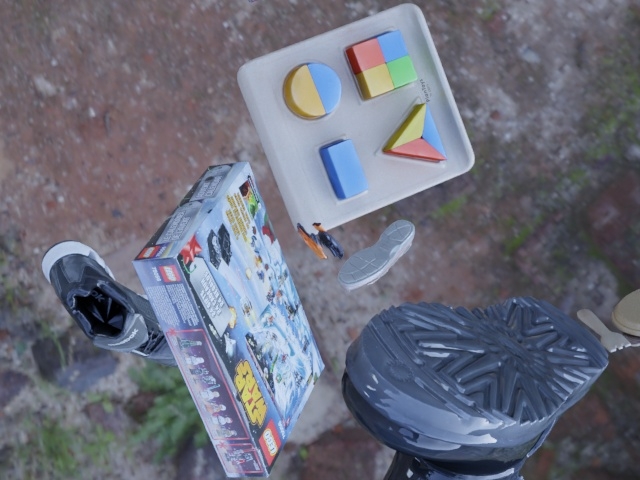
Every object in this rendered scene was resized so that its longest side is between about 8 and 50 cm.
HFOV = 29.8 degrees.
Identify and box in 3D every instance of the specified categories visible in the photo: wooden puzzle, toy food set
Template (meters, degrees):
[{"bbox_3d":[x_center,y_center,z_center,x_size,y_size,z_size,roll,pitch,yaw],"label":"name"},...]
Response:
[{"bbox_3d":[0.070,-0.212,2.092,0.348,0.080,0.322,-22,97,-10],"label":"wooden puzzle"},{"bbox_3d":[0.420,0.095,1.467,0.192,0.132,0.038,-18,112,-5],"label":"toy food set"}]

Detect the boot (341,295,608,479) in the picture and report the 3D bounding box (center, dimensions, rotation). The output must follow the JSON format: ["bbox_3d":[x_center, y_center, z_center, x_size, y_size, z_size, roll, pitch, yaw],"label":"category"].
[{"bbox_3d":[0.053,0.269,1.089,0.367,0.146,0.445,1,127,-53],"label":"boot"}]

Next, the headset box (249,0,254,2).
[{"bbox_3d":[-0.033,-0.426,1.361,0.293,0.110,0.218,-29,98,26],"label":"headset box"}]

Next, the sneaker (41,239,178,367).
[{"bbox_3d":[-0.229,0.098,1.410,0.078,0.106,0.234,-41,125,8],"label":"sneaker"}]

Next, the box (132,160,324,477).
[{"bbox_3d":[-0.043,0.041,0.623,0.027,0.094,0.137,-6,119,25],"label":"box"}]

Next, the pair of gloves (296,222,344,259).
[{"bbox_3d":[0.000,0.000,1.862,0.010,0.083,0.074,-49,113,-24],"label":"pair of gloves"}]

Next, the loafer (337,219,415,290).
[{"bbox_3d":[0.073,0.026,1.491,0.125,0.045,0.039,-41,144,-23],"label":"loafer"}]
